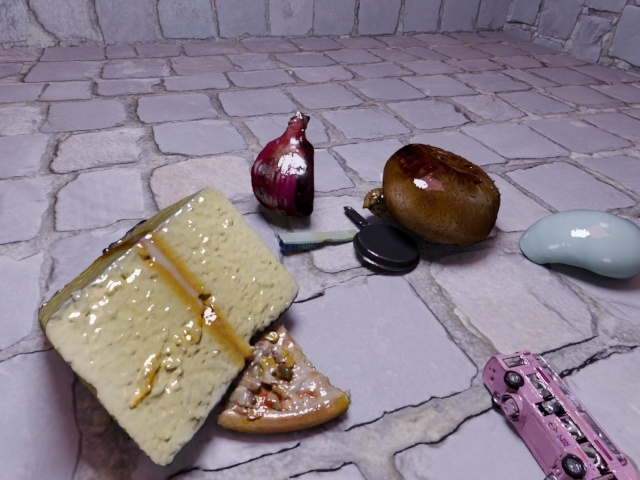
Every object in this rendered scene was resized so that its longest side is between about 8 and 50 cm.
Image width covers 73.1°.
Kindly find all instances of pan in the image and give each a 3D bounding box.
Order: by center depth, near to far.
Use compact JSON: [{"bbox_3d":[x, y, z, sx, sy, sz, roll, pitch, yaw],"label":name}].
[{"bbox_3d":[0.109,-0.018,0.881,0.136,0.028,0.235,-6,37,-28],"label":"pan"}]

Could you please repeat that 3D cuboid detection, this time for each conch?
[{"bbox_3d":[0.517,-0.002,0.852,0.221,0.121,0.185,11,7,18],"label":"conch"}]

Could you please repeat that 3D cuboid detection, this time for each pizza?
[{"bbox_3d":[-0.058,0.173,0.606,0.185,0.052,0.195,-2,37,-13],"label":"pizza"}]

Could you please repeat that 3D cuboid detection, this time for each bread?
[{"bbox_3d":[-0.257,0.092,0.684,0.405,0.242,0.346,-19,22,50],"label":"bread"}]

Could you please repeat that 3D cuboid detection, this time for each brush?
[{"bbox_3d":[0.000,-0.001,0.865,0.178,0.030,0.033,-4,29,-27],"label":"brush"}]

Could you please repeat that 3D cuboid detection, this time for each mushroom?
[{"bbox_3d":[0.233,-0.103,0.898,0.278,0.163,0.297,7,30,1],"label":"mushroom"}]

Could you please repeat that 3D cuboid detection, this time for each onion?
[{"bbox_3d":[-0.071,-0.163,0.914,0.139,0.218,0.195,6,29,4],"label":"onion"}]

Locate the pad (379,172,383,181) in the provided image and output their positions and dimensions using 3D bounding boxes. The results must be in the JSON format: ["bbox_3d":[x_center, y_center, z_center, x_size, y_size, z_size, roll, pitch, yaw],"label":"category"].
[{"bbox_3d":[0.268,-0.129,1.075,0.232,0.004,0.156,2,37,-2],"label":"pad"}]

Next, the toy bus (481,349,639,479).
[{"bbox_3d":[0.292,0.233,0.544,0.090,0.063,0.203,-6,40,-18],"label":"toy bus"}]
